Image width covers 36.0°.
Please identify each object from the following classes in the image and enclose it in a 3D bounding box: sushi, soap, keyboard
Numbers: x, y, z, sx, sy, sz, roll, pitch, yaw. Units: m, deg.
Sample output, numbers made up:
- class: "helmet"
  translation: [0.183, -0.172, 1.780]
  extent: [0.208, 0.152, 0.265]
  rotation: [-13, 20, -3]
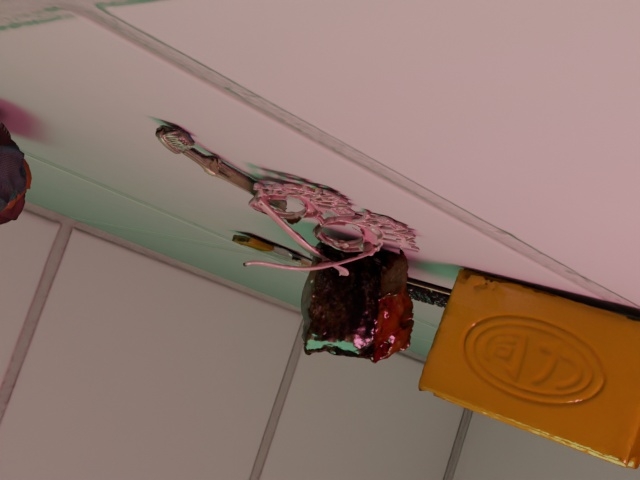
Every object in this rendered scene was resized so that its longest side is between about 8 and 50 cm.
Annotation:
- class: "sushi"
  translation: [0.061, 0.093, 1.584]
  extent: [0.181, 0.197, 0.343]
  rotation: [0, 177, 1]
- class: "soap"
  translation: [0.314, 0.171, 1.390]
  extent: [0.324, 0.204, 0.096]
  rotation: [15, 173, 31]
- class: "keyboard"
  translation: [0.295, 0.125, 1.753]
  extent: [0.317, 0.027, 0.106]
  rotation: [15, 171, 19]

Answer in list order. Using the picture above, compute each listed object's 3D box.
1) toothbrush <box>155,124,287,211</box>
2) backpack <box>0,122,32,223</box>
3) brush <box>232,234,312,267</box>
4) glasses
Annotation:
- class: "toothbrush"
  translation: [-0.116, -0.085, 1.242]
  extent: [0.028, 0.026, 0.294]
  rotation: [-2, 164, 25]
- class: "backpack"
  translation: [-0.559, -0.113, 1.465]
  extent: [0.283, 0.197, 0.317]
  rotation: [17, 177, -1]
- class: "brush"
  translation: [-0.021, 0.048, 1.982]
  extent: [0.336, 0.020, 0.085]
  rotation: [22, 171, -32]
- class: "glasses"
  translation: [0.005, -0.007, 1.271]
  extent: [0.255, 0.095, 0.162]
  rotation: [21, 152, -33]
